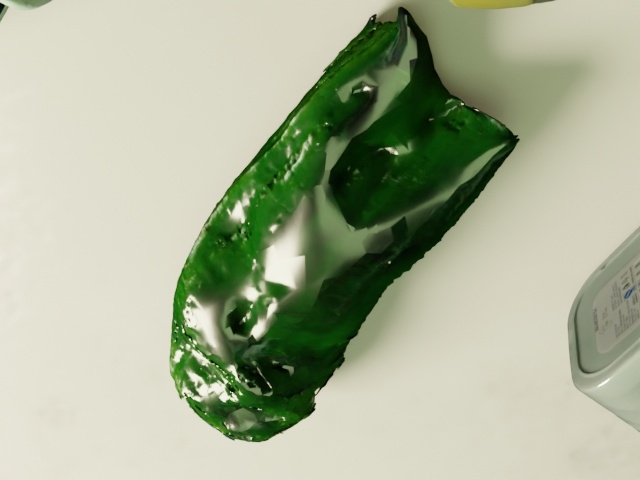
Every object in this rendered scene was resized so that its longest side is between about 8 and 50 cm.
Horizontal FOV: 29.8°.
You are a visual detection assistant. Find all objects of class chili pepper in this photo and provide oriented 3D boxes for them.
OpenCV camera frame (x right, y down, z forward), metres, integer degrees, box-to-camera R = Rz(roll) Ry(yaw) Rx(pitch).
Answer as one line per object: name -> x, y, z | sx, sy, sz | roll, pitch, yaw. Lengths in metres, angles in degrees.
chili pepper -> 0.000, 0.001, 0.535 | 0.098, 0.061, 0.224 | 30, 121, -4

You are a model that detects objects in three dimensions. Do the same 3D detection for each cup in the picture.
cup -> 0.184, 0.064, 0.515 | 0.129, 0.128, 0.095 | 33, 120, -11

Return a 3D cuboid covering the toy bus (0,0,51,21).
toy bus -> -0.200, -0.170, 0.407 | 0.165, 0.133, 0.276 | -21, 117, 18

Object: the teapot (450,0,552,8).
teapot -> 0.056, -0.162, 0.406 | 0.119, 0.130, 0.165 | -39, 79, 9
